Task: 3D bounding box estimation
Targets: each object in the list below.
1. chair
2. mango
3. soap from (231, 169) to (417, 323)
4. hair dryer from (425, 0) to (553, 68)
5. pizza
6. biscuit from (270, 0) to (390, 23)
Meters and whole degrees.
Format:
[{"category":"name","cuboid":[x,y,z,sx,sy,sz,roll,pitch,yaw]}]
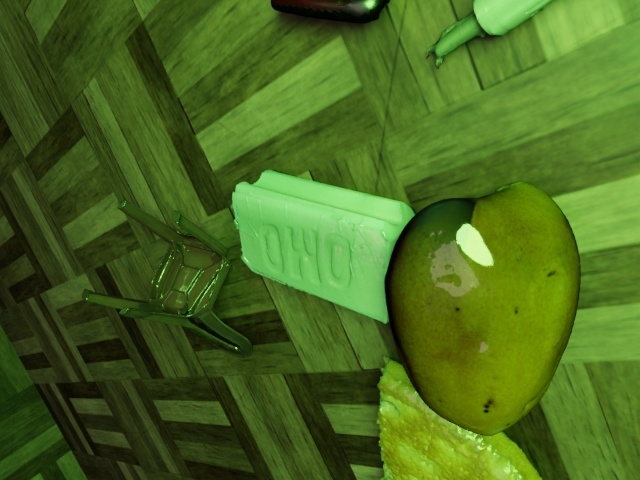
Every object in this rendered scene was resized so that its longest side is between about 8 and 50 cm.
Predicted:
[{"category":"chair","cuboid":[-0.238,0.088,0.856,0.175,0.183,0.326,12,163,32]},{"category":"mango","cuboid":[0.170,0.081,0.506,0.201,0.152,0.288,3,113,31]},{"category":"soap","cuboid":[0.000,0.000,0.640,0.261,0.094,0.150,17,121,30]},{"category":"hair dryer","cuboid":[0.212,-0.253,0.361,0.357,0.107,0.173,-25,93,48]},{"category":"pizza","cuboid":[0.157,0.326,0.700,0.280,0.075,0.288,43,133,18]},{"category":"biscuit","cuboid":[0.028,-0.351,0.466,0.151,0.063,0.236,26,122,25]}]
